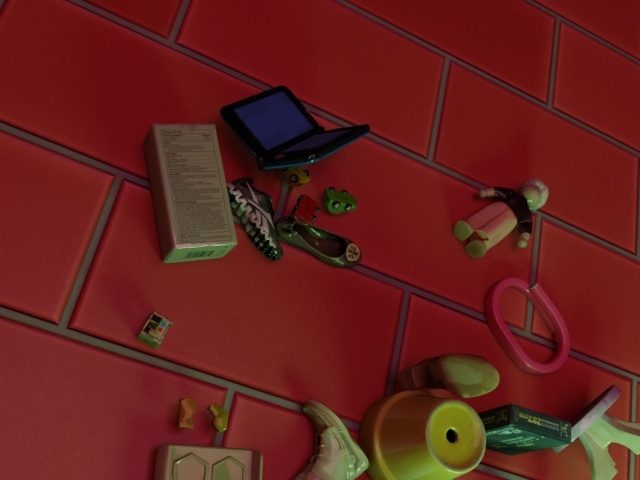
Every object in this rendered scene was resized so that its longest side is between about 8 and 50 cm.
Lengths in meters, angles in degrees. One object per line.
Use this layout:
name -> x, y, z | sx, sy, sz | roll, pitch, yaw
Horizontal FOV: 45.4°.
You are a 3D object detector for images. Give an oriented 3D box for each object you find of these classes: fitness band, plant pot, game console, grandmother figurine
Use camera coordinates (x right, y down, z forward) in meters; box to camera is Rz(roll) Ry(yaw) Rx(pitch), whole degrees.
fitness band -> 0.583, 0.237, 2.151 | 0.209, 0.054, 0.291 | -33, 86, -31
plant pot -> 0.251, 0.468, 1.793 | 0.254, 0.239, 0.254 | 9, 67, -22
game console -> -0.058, -0.302, 1.934 | 0.293, 0.250, 0.173 | -35, 115, -49
grandmother figurine -> 0.545, -0.074, 2.224 | 0.342, 0.104, 0.208 | -35, 97, -29

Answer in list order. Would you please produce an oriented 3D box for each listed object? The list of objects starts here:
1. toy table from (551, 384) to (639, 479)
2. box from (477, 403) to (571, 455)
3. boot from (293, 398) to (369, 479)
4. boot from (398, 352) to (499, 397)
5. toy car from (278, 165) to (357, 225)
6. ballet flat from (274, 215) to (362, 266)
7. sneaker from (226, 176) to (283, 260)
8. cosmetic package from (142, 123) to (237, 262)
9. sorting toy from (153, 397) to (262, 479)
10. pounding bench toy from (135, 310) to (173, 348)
toy table -> 0.751, 0.524, 2.035 | 0.274, 0.252, 0.161 | -35, 72, -21
box -> 0.475, 0.475, 1.903 | 0.183, 0.232, 0.059 | 20, 61, -19
boot -> -0.005, 0.489, 1.756 | 0.165, 0.077, 0.213 | -38, 91, -29
boot -> 0.354, 0.310, 1.852 | 0.211, 0.295, 0.104 | -5, 84, -44
toy car -> -0.005, -0.108, 1.974 | 0.225, 0.053, 0.239 | 12, 44, -34
ballet flat -> 0.000, 0.000, 1.949 | 0.249, 0.058, 0.084 | 25, 63, -16
sneaker -> -0.146, -0.063, 1.890 | 0.106, 0.078, 0.234 | -34, 86, -29
cosmetic package -> -0.311, -0.114, 1.809 | 0.160, 0.113, 0.310 | -4, 72, -27
sorting toy -> -0.239, 0.499, 1.630 | 0.229, 0.041, 0.307 | 9, 67, -18
pounding bench toy -> -0.360, 0.191, 1.686 | 0.052, 0.083, 0.065 | 34, 61, -11
